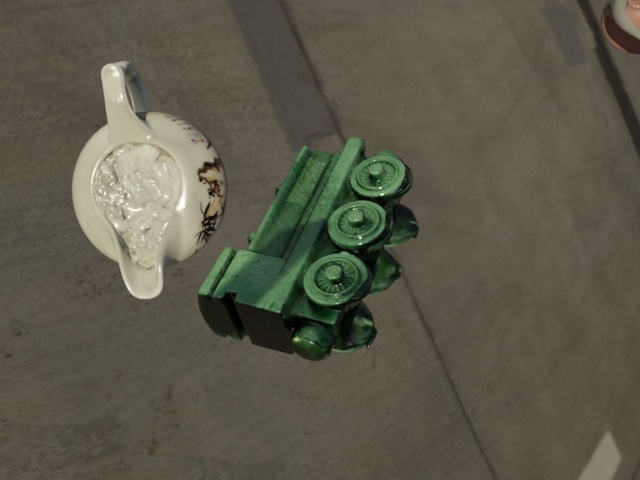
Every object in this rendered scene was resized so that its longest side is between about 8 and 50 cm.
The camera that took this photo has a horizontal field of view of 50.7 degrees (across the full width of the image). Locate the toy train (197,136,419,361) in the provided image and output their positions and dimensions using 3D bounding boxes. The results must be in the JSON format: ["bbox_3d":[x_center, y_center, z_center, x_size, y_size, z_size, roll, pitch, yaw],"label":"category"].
[{"bbox_3d":[0.000,0.000,0.456,0.071,0.111,0.170,79,30,-50],"label":"toy train"}]

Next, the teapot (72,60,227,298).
[{"bbox_3d":[-0.237,-0.085,0.898,0.166,0.208,0.299,-39,117,-70],"label":"teapot"}]

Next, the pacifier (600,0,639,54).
[{"bbox_3d":[0.166,-0.126,0.294,0.082,0.099,0.078,12,66,-26],"label":"pacifier"}]
